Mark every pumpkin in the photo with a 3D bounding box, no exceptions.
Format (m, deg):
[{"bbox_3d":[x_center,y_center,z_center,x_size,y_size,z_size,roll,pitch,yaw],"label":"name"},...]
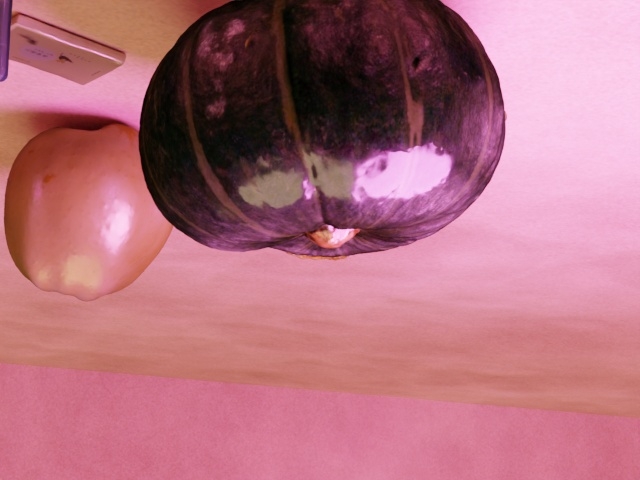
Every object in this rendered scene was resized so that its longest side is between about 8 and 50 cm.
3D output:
[{"bbox_3d":[0.000,-0.095,0.951,0.300,0.207,0.300,-10,168,-2],"label":"pumpkin"}]

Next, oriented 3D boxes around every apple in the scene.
[{"bbox_3d":[-0.249,-0.036,1.267,0.200,0.200,0.200,4,165,1],"label":"apple"}]

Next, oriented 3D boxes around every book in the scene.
[{"bbox_3d":[-0.244,-0.171,1.073,0.111,0.014,0.077,16,160,-38],"label":"book"}]

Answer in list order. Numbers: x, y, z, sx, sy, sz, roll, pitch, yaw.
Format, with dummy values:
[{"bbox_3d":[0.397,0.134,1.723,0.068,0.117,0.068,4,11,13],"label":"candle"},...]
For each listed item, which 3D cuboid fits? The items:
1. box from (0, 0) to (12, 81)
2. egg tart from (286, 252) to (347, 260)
[{"bbox_3d":[-0.281,-0.170,0.943,0.074,0.099,0.054,4,179,-2],"label":"box"},{"bbox_3d":[0.000,0.000,1.582,0.105,0.039,0.105,4,164,1],"label":"egg tart"}]
